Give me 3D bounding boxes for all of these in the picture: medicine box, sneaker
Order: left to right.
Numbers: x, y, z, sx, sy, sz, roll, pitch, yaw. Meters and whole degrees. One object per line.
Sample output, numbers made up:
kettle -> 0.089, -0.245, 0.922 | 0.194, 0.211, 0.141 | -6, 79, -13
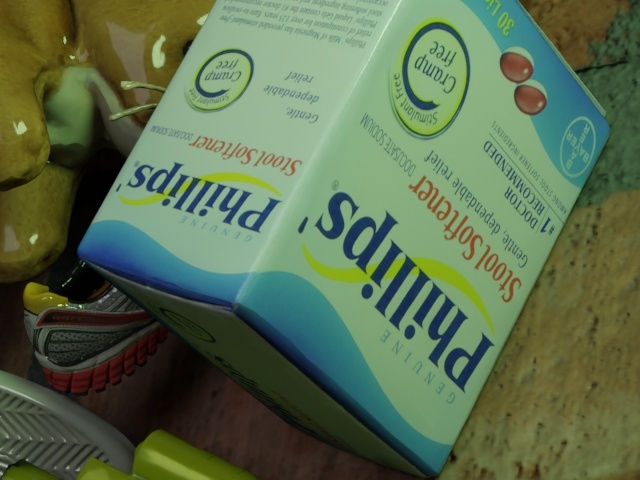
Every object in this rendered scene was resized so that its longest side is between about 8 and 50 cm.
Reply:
sneaker -> -0.275, 0.135, 1.471 | 0.350, 0.148, 0.131 | 14, 104, 18
sneaker -> -0.114, 0.016, 1.388 | 0.225, 0.092, 0.088 | -37, 31, -23
medicine box -> 0.026, -0.034, 1.269 | 0.149, 0.263, 0.289 | 15, 71, 40

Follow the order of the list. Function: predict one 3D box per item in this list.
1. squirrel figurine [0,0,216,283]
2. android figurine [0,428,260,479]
squirrel figurine -> -0.223, -0.161, 1.495 | 0.370, 0.281, 0.397 | -14, 43, 4
android figurine -> -0.125, 0.252, 1.283 | 0.273, 0.056, 0.248 | 25, 69, 25
